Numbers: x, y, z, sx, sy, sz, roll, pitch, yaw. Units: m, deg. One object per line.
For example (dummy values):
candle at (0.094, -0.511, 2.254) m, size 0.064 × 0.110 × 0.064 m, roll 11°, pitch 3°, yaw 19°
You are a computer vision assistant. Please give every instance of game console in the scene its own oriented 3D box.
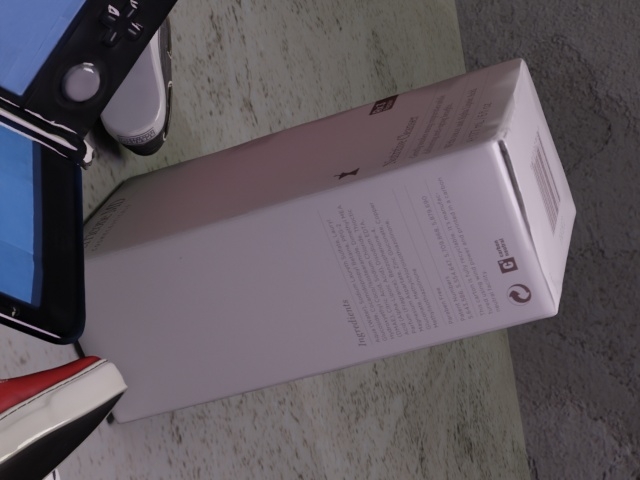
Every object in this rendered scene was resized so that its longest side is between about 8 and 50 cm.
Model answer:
game console at (-0.221, -0.114, 1.013) m, size 0.293 × 0.250 × 0.173 m, roll 27°, pitch 13°, yaw -42°

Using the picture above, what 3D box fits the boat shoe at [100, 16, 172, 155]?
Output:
boat shoe at (-0.168, -0.182, 1.470) m, size 0.076 × 0.080 × 0.228 m, roll 72°, pitch 7°, yaw -68°

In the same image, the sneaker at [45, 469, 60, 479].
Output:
sneaker at (-0.236, 0.156, 1.018) m, size 0.235 × 0.094 × 0.153 m, roll 16°, pitch 52°, yaw -58°

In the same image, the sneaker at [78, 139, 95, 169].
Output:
sneaker at (-0.245, -0.066, 1.176) m, size 0.106 × 0.078 × 0.234 m, roll 64°, pitch 21°, yaw -10°

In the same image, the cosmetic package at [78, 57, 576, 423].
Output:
cosmetic package at (0.000, 0.000, 1.326) m, size 0.217 × 0.385 × 0.156 m, roll -64°, pitch 137°, yaw -65°

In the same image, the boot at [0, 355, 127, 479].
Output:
boot at (-0.239, 0.081, 0.941) m, size 0.176 × 0.088 × 0.244 m, roll 45°, pitch 35°, yaw 15°
